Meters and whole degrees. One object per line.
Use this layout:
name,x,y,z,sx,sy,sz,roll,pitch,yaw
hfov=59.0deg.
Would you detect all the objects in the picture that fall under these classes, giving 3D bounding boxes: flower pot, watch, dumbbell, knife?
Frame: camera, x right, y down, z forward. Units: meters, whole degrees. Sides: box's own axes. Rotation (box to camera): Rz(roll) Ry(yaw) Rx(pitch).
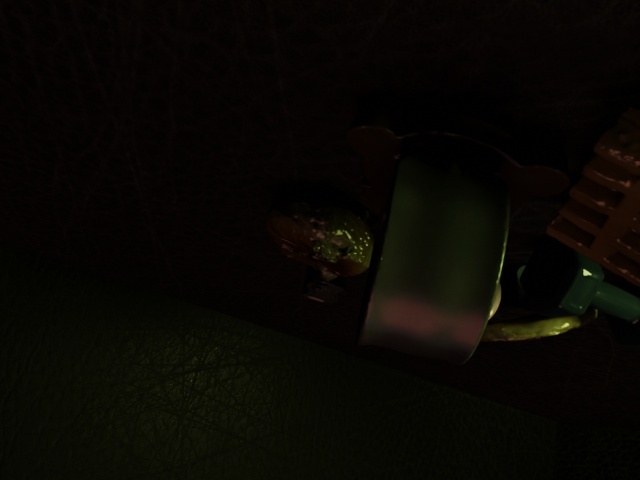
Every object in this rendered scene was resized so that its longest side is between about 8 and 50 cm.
flower pot,0.018,0.091,1.502,0.103,0.108,0.229,15,162,-4
watch,0.160,0.014,0.837,0.314,0.327,0.335,13,162,4
dumbbell,0.555,0.111,1.105,0.324,0.160,0.144,22,131,-20
knife,0.072,-0.028,1.269,0.035,0.018,0.247,14,164,-7

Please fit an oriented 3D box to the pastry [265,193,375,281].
pastry,-0.005,-0.003,1.201,0.257,0.121,0.235,35,160,-34

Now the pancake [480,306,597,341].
pancake,0.488,0.205,1.368,0.356,0.065,0.356,-10,168,-2

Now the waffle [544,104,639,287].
waffle,0.472,-0.010,0.735,0.304,0.077,0.348,36,171,22

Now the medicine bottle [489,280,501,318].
medicine bottle,0.279,0.137,1.329,0.178,0.178,0.291,17,160,-6

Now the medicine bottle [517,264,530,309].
medicine bottle,0.481,0.111,1.305,0.051,0.051,0.191,6,159,23
